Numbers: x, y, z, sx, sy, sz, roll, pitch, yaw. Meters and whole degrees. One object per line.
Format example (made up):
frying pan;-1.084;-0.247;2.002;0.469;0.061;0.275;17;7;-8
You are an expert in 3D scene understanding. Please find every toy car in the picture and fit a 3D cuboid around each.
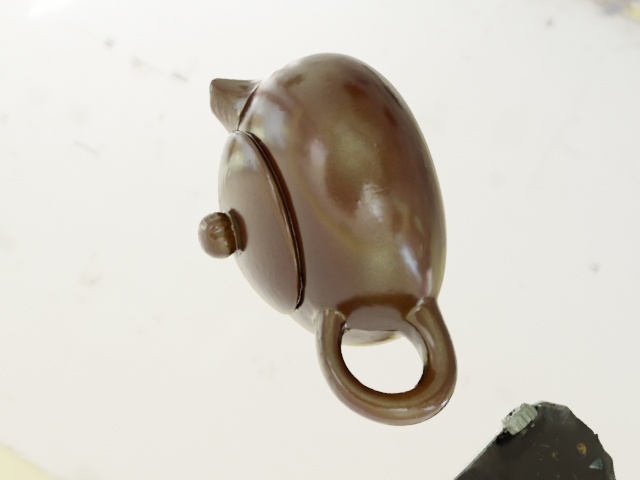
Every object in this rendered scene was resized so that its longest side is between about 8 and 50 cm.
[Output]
toy car;0.114;0.194;1.050;0.095;0.205;0.056;49;163;0

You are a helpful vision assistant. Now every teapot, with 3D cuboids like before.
teapot;0.000;0.000;0.909;0.178;0.135;0.252;93;157;-60
